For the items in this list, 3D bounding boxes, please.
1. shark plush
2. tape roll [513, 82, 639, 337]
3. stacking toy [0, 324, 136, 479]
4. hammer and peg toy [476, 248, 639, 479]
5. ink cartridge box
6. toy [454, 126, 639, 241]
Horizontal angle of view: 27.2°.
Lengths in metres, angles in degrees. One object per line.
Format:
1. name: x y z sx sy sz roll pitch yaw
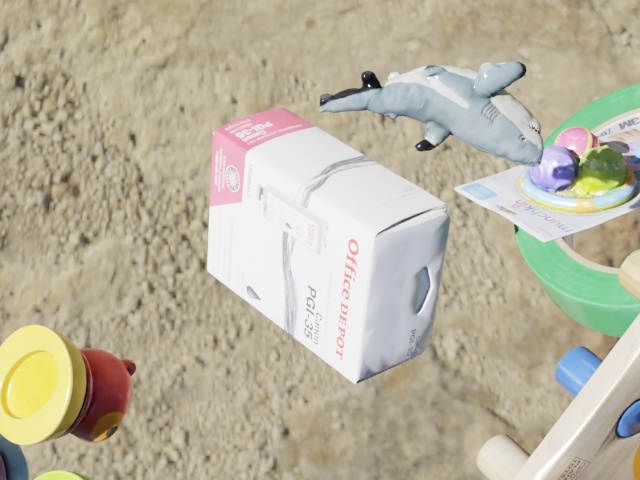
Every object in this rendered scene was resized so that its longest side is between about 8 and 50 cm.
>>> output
1. shark plush: 0.083 -0.094 0.948 0.161 0.073 0.067 9 74 -17
2. tape roll: 0.386 -0.041 1.524 0.321 0.321 0.077 -29 136 10
3. stacking toy: -0.293 0.272 1.375 0.309 0.279 0.130 -39 151 23
4. hammer and peg toy: 0.240 0.192 1.050 0.266 0.127 0.361 28 101 -47
5. ink cartridge box: 0.000 0.000 1.527 0.117 0.283 0.207 -21 130 -36
6. toy: 0.264 -0.076 1.277 0.237 0.137 0.056 -16 120 -28
